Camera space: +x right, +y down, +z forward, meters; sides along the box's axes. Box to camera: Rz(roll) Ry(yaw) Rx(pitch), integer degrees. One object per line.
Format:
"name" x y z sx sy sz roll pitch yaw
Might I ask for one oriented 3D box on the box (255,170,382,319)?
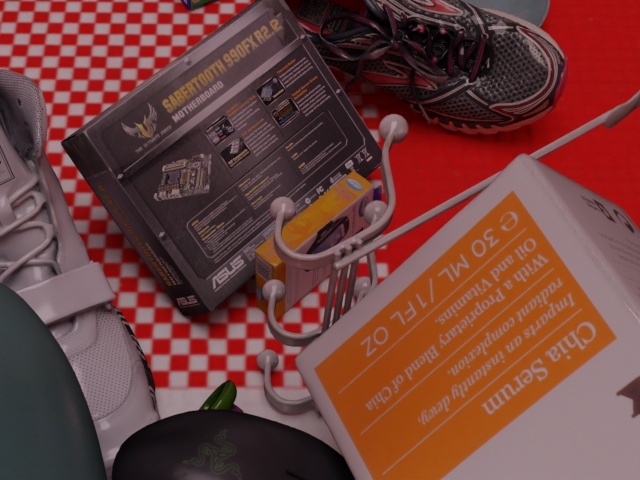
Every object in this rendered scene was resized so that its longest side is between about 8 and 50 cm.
"box" 0.000 0.000 1.085 0.028 0.081 0.136 36 59 22

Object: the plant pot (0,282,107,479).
"plant pot" -0.273 0.154 0.808 0.293 0.293 0.235 -6 62 -7

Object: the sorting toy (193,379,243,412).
"sorting toy" -0.087 0.156 0.980 0.042 0.061 0.102 40 96 -8

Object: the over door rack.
"over door rack" 0.102 0.000 0.994 0.324 0.239 0.108 -18 60 -16

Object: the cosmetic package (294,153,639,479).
"cosmetic package" 0.193 0.193 0.796 0.230 0.161 0.453 -44 56 20

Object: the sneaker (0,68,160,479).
"sneaker" -0.242 0.010 0.986 0.137 0.210 0.366 -25 58 -19

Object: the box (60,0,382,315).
"box" -0.077 -0.076 1.091 0.231 0.056 0.183 -42 105 -28

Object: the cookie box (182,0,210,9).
"cookie box" -0.112 -0.298 1.325 0.107 0.040 0.092 -26 58 -20

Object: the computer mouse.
"computer mouse" -0.009 0.179 0.871 0.272 0.072 0.188 21 43 -28

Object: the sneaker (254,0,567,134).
"sneaker" 0.079 -0.177 1.177 0.299 0.112 0.121 16 92 9

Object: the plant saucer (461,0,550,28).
"plant saucer" 0.134 -0.244 1.299 0.195 0.037 0.195 1 53 -2
